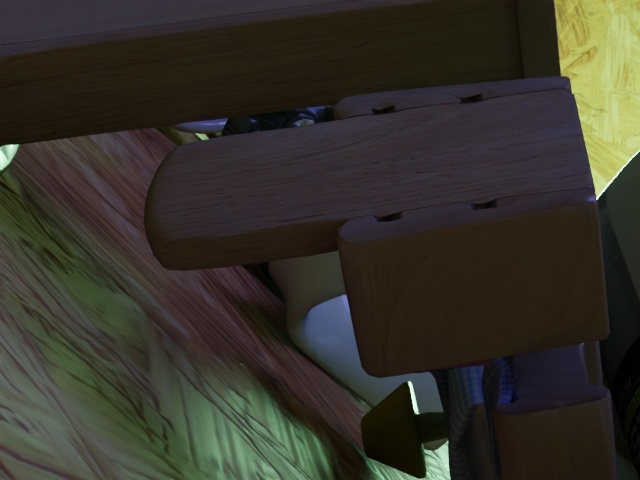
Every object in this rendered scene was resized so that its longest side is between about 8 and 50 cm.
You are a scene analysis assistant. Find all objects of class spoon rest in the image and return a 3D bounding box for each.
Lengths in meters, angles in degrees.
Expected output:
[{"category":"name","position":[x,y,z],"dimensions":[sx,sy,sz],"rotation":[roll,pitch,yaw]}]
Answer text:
[{"category":"spoon rest","position":[0.030,0.035,1.040],"dimensions":[0.276,0.084,0.137],"rotation":[56,17,-70]}]

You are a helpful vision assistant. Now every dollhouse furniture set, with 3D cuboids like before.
[{"category":"dollhouse furniture set","position":[-0.002,0.045,0.708],"dimensions":[0.286,0.198,0.303],"rotation":[-90,171,-55]}]

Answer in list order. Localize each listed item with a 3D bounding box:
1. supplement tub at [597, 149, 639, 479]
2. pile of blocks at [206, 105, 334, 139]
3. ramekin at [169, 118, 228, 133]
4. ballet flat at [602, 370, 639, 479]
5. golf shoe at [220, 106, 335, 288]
[{"category":"supplement tub","position":[0.219,0.105,0.672],"dimensions":[0.193,0.193,0.316],"rotation":[40,29,-54]},{"category":"pile of blocks","position":[0.017,-0.079,1.565],"dimensions":[0.149,0.113,0.362],"rotation":[42,-5,-26]},{"category":"ramekin","position":[-0.085,-0.224,1.423],"dimensions":[0.127,0.273,0.273],"rotation":[31,-5,35]},{"category":"ballet flat","position":[0.176,0.166,0.818],"dimensions":[0.342,0.124,0.116],"rotation":[56,-12,26]},{"category":"golf shoe","position":[0.000,0.000,1.205],"dimensions":[0.120,0.105,0.273],"rotation":[23,-17,43]}]
